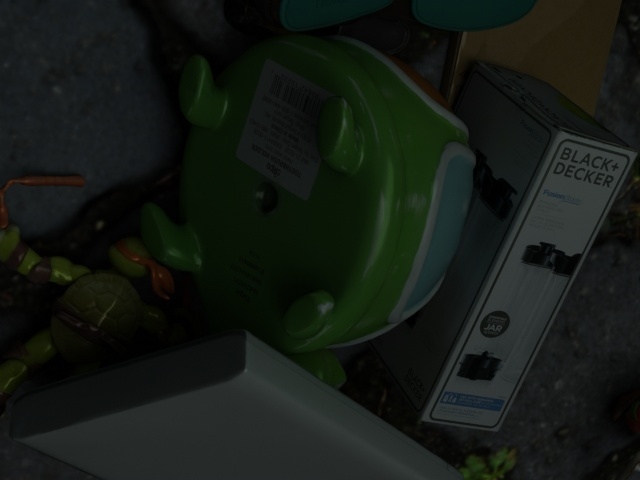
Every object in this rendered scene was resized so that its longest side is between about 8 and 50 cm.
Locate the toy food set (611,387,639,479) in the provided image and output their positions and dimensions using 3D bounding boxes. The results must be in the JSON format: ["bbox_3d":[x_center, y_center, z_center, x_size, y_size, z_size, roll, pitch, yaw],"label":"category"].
[{"bbox_3d":[0.372,0.169,1.411,0.218,0.071,0.128,-34,157,-17],"label":"toy food set"}]

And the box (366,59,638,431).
[{"bbox_3d":[0.150,0.005,1.188,0.087,0.169,0.290,12,111,-27],"label":"box"}]

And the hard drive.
[{"bbox_3d":[-0.058,0.186,1.139,0.233,0.047,0.353,-18,146,27],"label":"hard drive"}]

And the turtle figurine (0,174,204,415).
[{"bbox_3d":[-0.192,0.081,1.140,0.269,0.087,0.217,30,97,-30],"label":"turtle figurine"}]

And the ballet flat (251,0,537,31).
[{"bbox_3d":[0.058,-0.230,1.095,0.280,0.096,0.095,-6,133,-35],"label":"ballet flat"}]

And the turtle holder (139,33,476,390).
[{"bbox_3d":[0.014,-0.007,1.097,0.227,0.243,0.320,-5,90,-48],"label":"turtle holder"}]

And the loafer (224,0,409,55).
[{"bbox_3d":[0.004,-0.182,1.127,0.170,0.061,0.062,3,109,-24],"label":"loafer"}]

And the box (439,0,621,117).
[{"bbox_3d":[0.197,-0.179,1.232,0.164,0.021,0.201,2,110,-23],"label":"box"}]
